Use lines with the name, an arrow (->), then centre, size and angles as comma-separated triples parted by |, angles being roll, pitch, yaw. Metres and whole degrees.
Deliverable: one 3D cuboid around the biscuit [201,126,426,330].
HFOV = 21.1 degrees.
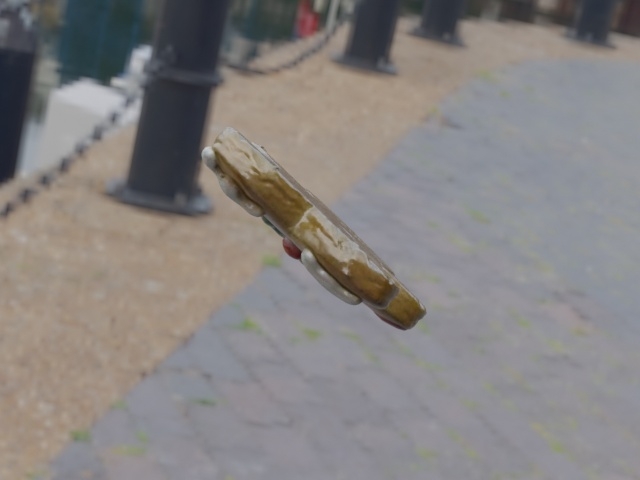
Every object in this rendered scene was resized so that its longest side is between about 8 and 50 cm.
biscuit -> 0.000, 0.000, 1.346 | 0.197, 0.049, 0.301 | 47, 3, 6
